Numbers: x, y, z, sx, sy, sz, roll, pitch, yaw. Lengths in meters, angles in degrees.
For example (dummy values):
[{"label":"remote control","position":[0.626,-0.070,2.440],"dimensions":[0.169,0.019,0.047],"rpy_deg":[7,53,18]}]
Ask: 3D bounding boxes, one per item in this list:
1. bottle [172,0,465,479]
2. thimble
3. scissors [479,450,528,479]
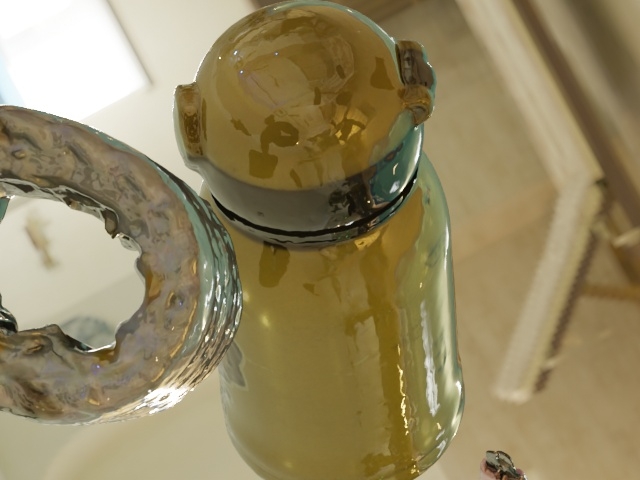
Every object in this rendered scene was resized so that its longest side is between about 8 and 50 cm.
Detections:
[{"label":"bottle","position":[0.000,0.000,1.197],"dimensions":[0.351,0.172,0.171],"rpy_deg":[82,164,-46]},{"label":"thimble","position":[-0.113,0.014,0.824],"dimensions":[0.151,0.127,0.118],"rpy_deg":[35,179,9]},{"label":"scissors","position":[0.112,0.148,1.117],"dimensions":[0.039,0.012,0.113],"rpy_deg":[21,158,20]}]
